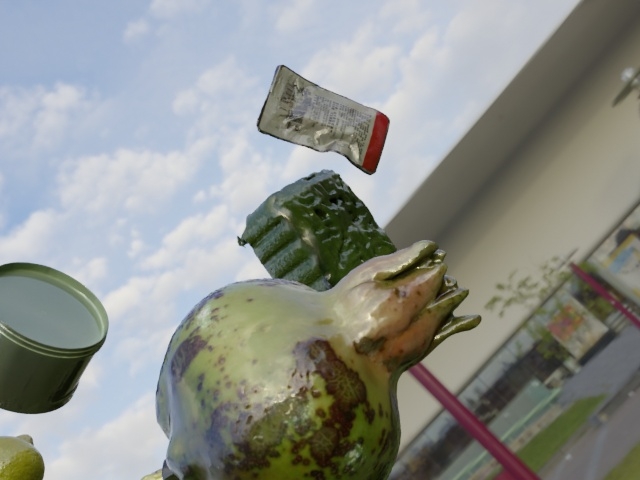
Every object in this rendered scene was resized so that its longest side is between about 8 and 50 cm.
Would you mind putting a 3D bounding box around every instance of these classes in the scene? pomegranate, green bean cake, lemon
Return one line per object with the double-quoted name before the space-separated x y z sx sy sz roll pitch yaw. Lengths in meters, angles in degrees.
"pomegranate" -0.013 0.108 0.674 0.204 0.222 0.277 6 -50 -46
"green bean cake" 0.000 0.000 1.633 0.156 0.250 0.247 -38 -5 39
"lemon" -0.767 0.577 1.946 0.184 0.184 0.248 97 -166 -62

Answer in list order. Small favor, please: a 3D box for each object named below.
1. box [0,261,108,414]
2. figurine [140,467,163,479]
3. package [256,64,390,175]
"box" -0.494 0.163 1.389 0.149 0.226 0.226 -56 -20 21
"figurine" -0.254 0.456 1.573 0.315 0.206 0.284 -33 -42 -14
"package" 0.010 -0.221 1.498 0.030 0.239 0.154 125 164 -60
